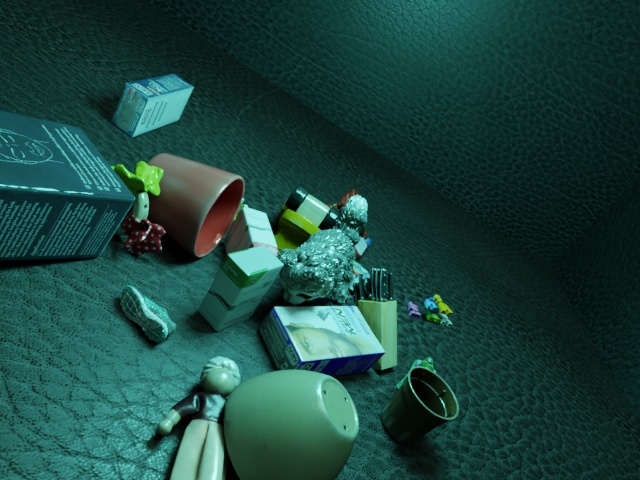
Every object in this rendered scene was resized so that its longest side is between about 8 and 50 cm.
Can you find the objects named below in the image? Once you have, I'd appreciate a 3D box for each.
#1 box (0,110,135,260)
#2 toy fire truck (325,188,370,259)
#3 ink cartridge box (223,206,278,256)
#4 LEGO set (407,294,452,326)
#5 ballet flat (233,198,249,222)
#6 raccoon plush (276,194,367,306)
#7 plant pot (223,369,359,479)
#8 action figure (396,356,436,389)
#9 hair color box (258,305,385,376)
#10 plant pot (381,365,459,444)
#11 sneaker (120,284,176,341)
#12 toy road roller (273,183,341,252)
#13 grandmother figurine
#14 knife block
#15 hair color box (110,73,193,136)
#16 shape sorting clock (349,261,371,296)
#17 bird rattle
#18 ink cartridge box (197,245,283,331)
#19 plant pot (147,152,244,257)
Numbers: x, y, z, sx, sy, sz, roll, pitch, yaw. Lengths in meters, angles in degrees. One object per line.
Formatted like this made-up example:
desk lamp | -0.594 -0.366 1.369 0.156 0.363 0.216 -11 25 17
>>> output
box | -0.690 -0.125 1.098 0.293 0.212 0.395 47 20 21
toy fire truck | 0.121 -0.062 2.062 0.254 0.169 0.302 61 19 -4
ink cartridge box | -0.216 0.027 1.512 0.092 0.158 0.218 14 34 -34
LEGO set | 0.453 0.267 1.980 0.227 0.087 0.093 20 31 -30
ballet flat | -0.291 -0.110 1.734 0.077 0.077 0.231 5 40 -44
raccoon plush | 0.000 0.000 1.483 0.216 0.446 0.299 9 -21 13
plant pot | -0.034 0.385 1.025 0.284 0.191 0.284 47 20 -22
action figure | 0.335 0.444 1.597 0.137 0.063 0.232 36 23 7
hair color box | 0.009 0.290 1.413 0.339 0.110 0.185 5 41 -43
plant pot | 0.265 0.467 1.358 0.167 0.165 0.167 27 28 -16
sneaker | -0.413 0.174 1.178 0.166 0.065 0.076 47 12 13
toy road roller | -0.077 -0.037 1.790 0.202 0.240 0.329 35 -10 -2
grandmother figurine | -0.222 0.386 1.005 0.208 0.104 0.342 34 28 -23
knife block | 0.195 0.235 1.563 0.088 0.242 0.275 1 43 -47
hair color box | -0.642 -0.530 1.895 0.105 0.174 0.347 34 27 -3
shape sorting clock | 0.133 0.136 1.872 0.206 0.040 0.206 27 28 -16
bird rattle | -0.513 -0.087 1.331 0.207 0.253 0.143 5 12 29
ink cartridge box | -0.214 0.126 1.306 0.087 0.208 0.153 42 27 19
plant pot | -0.398 -0.122 1.457 0.243 0.275 0.275 28 27 5
